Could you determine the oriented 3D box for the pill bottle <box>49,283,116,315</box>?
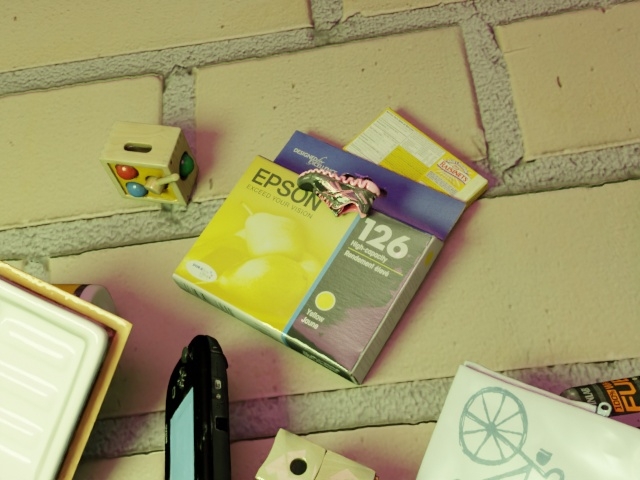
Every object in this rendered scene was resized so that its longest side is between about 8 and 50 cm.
[{"bbox_3d":[-0.401,0.119,1.247,0.208,0.119,0.119,-1,60,9],"label":"pill bottle"}]

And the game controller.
[{"bbox_3d":[-0.156,0.278,1.091,0.067,0.166,0.319,17,49,-29],"label":"game controller"}]

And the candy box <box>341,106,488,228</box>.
[{"bbox_3d":[0.138,-0.108,1.343,0.105,0.027,0.206,-41,63,-14],"label":"candy box"}]

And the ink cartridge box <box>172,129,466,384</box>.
[{"bbox_3d":[0.000,0.000,1.269,0.303,0.072,0.307,25,74,23],"label":"ink cartridge box"}]

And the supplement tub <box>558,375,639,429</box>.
[{"bbox_3d":[0.359,0.222,1.065,0.190,0.117,0.117,-11,59,2],"label":"supplement tub"}]

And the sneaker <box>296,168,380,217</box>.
[{"bbox_3d":[0.019,-0.061,1.239,0.119,0.047,0.057,13,72,17],"label":"sneaker"}]

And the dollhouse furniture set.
[{"bbox_3d":[-0.022,0.345,1.048,0.129,0.129,0.184,20,65,19],"label":"dollhouse furniture set"}]

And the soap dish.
[{"bbox_3d":[-0.377,0.183,1.127,0.229,0.118,0.291,24,97,7],"label":"soap dish"}]

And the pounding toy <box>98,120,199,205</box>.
[{"bbox_3d":[-0.247,-0.106,1.344,0.141,0.130,0.100,8,62,13],"label":"pounding toy"}]

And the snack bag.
[{"bbox_3d":[0.242,0.324,0.972,0.342,0.037,0.323,15,78,38],"label":"snack bag"}]
